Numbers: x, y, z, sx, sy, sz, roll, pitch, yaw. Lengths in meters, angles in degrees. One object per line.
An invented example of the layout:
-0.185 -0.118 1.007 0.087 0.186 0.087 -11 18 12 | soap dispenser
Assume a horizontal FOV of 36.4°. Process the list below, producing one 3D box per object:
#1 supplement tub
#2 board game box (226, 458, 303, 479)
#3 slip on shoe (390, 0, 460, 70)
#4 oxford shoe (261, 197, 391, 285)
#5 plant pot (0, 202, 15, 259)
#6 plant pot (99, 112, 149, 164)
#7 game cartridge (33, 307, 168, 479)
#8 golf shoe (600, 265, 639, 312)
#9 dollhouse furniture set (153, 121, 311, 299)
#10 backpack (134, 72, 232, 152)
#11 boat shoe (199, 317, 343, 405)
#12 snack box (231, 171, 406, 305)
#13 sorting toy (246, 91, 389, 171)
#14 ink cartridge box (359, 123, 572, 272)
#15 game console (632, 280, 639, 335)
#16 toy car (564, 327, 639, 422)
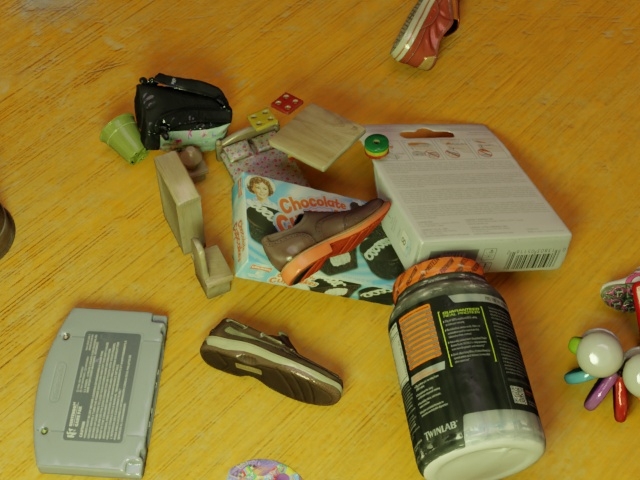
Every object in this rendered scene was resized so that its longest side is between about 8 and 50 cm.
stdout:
0.228 0.209 1.592 0.207 0.207 0.338 -6 57 -6 | supplement tub
-0.094 0.423 1.544 0.133 0.033 0.169 10 57 5 | board game box
0.257 -0.493 2.120 0.101 0.123 0.331 33 59 -8 | slip on shoe
0.016 -0.025 1.655 0.271 0.097 0.098 -30 74 -41 | oxford shoe
-0.654 -0.054 1.760 0.167 0.165 0.167 1 56 -1 | plant pot
-0.378 -0.194 1.919 0.083 0.083 0.079 -36 76 -22 | plant pot
-0.373 0.253 1.636 0.196 0.060 0.294 6 57 -2 | game cartridge
0.591 0.082 1.778 0.186 0.067 0.086 -5 36 -11 | golf shoe
-0.109 -0.107 1.808 0.355 0.174 0.303 -22 61 -15 | dollhouse furniture set
-0.266 -0.241 1.909 0.182 0.115 0.152 -4 65 -24 | backpack
-0.073 0.195 1.660 0.257 0.095 0.095 20 52 11 | boat shoe
0.000 0.000 1.732 0.322 0.060 0.187 12 53 -26 | snack box
-0.012 -0.189 1.841 0.274 0.046 0.132 28 56 26 | sorting toy
0.247 -0.088 1.841 0.308 0.091 0.385 -3 38 -20 | ink cartridge box
0.628 0.131 1.729 0.124 0.085 0.144 -9 93 22 | game console
0.494 0.232 1.641 0.182 0.159 0.136 25 96 13 | toy car
